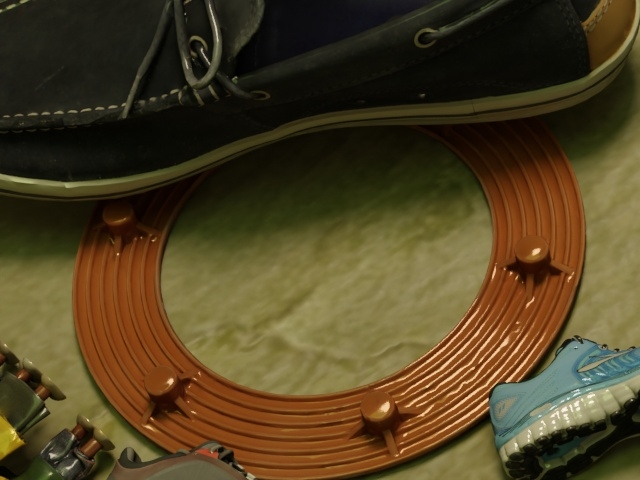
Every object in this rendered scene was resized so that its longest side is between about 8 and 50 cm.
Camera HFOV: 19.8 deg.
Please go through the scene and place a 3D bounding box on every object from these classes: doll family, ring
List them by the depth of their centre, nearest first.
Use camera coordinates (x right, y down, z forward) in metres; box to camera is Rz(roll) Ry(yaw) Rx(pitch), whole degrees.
[{"bbox_3d":[-0.223,0.111,1.127,0.111,0.076,0.193,-45,51,-13],"label":"doll family"},{"bbox_3d":[0.000,0.000,1.171,0.336,0.032,0.336,-7,54,9],"label":"ring"}]

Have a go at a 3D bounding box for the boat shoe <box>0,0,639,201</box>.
[{"bbox_3d":[-0.051,-0.146,1.176,0.500,0.156,0.187,-7,55,11],"label":"boat shoe"}]

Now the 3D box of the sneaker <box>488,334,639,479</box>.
[{"bbox_3d":[0.168,0.074,1.052,0.162,0.063,0.073,-23,49,-3],"label":"sneaker"}]

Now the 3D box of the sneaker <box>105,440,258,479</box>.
[{"bbox_3d":[-0.057,0.143,1.059,0.158,0.061,0.065,4,60,18],"label":"sneaker"}]
